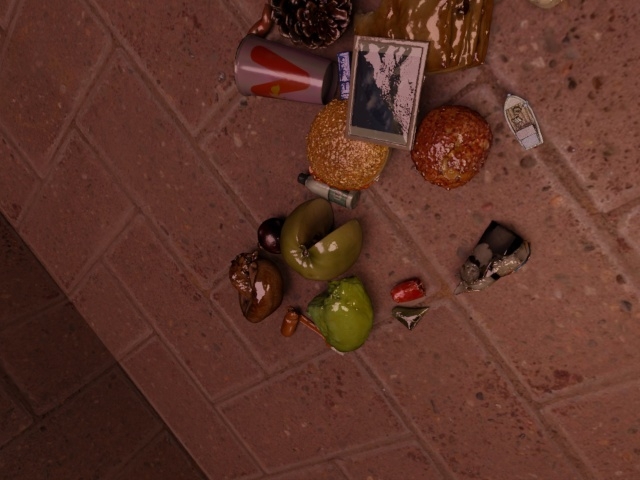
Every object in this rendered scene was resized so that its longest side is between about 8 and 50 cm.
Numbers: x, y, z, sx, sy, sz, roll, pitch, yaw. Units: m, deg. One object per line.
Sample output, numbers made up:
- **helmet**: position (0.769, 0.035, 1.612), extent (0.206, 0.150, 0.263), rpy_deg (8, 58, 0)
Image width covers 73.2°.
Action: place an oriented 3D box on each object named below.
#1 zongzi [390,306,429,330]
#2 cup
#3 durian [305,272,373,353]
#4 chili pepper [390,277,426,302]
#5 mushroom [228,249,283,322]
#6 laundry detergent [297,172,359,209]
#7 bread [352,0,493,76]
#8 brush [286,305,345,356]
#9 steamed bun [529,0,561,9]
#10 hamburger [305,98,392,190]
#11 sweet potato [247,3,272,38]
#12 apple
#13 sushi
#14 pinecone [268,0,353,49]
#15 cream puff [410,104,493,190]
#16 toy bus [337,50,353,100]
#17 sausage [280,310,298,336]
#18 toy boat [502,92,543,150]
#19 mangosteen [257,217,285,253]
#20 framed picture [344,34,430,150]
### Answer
- **zongzi**: position (0.323, 0.255, 1.570), extent (0.104, 0.052, 0.113), rpy_deg (38, 110, 15)
- **cup**: position (-0.102, -0.526, 1.367), extent (0.289, 0.203, 0.202), rpy_deg (18, 118, 16)
- **durian**: position (0.084, 0.277, 1.625), extent (0.256, 0.204, 0.339), rpy_deg (-12, 115, 45)
- **chili pepper**: position (0.307, 0.179, 1.531), extent (0.123, 0.073, 0.070), rpy_deg (-24, 57, 31)
- **mushroom**: position (-0.252, 0.175, 1.738), extent (0.263, 0.195, 0.282), rpy_deg (-1, 111, 67)
- **laundry detergent**: position (0.021, -0.181, 1.510), extent (0.226, 0.099, 0.070), rpy_deg (24, 85, 16)
- **bread**: position (0.256, -0.592, 1.153), extent (0.370, 0.191, 0.313), rpy_deg (8, 116, 26)
- **brush**: position (-0.018, 0.371, 1.812), extent (0.315, 0.017, 0.090), rpy_deg (33, 122, 12)
- **steamed bun**: position (0.557, -0.633, 1.037), extent (0.112, 0.091, 0.130), rpy_deg (42, 126, 10)
- **hamburger**: position (0.090, -0.297, 1.369), extent (0.276, 0.179, 0.293), rpy_deg (20, 119, 20)
- **sweet potato**: position (-0.211, -0.681, 1.436), extent (0.055, 0.058, 0.202), rpy_deg (53, 128, 24)
- **apple**: position (0.000, 0.000, 1.501), extent (0.292, 0.254, 0.291), rpy_deg (12, 116, 26)
- **sushi**: position (0.536, 0.085, 1.349), extent (0.109, 0.134, 0.272), rpy_deg (21, 113, -17)
- **pinecone**: position (-0.025, -0.658, 1.217), extent (0.247, 0.292, 0.246), rpy_deg (-8, 131, -9)
- **cream puff**: position (0.374, -0.261, 1.216), extent (0.164, 0.240, 0.239), rpy_deg (-131, 40, -56)
- **toy bus**: position (0.082, -0.511, 1.352), extent (0.051, 0.061, 0.152), rpy_deg (1, 107, 21)
- **sausage**: position (-0.132, 0.351, 1.830), extent (0.062, 0.054, 0.183), rpy_deg (11, 130, -6)
- **toy boat**: position (0.555, -0.327, 1.188), extent (0.069, 0.059, 0.172), rpy_deg (-23, 99, 33)
- **mangosteen**: position (-0.175, -0.010, 1.647), extent (0.153, 0.152, 0.152), rpy_deg (11, 115, 23)
- **framed picture**: position (0.173, -0.397, 1.170), extent (0.209, 0.019, 0.280), rpy_deg (15, 119, 23)
